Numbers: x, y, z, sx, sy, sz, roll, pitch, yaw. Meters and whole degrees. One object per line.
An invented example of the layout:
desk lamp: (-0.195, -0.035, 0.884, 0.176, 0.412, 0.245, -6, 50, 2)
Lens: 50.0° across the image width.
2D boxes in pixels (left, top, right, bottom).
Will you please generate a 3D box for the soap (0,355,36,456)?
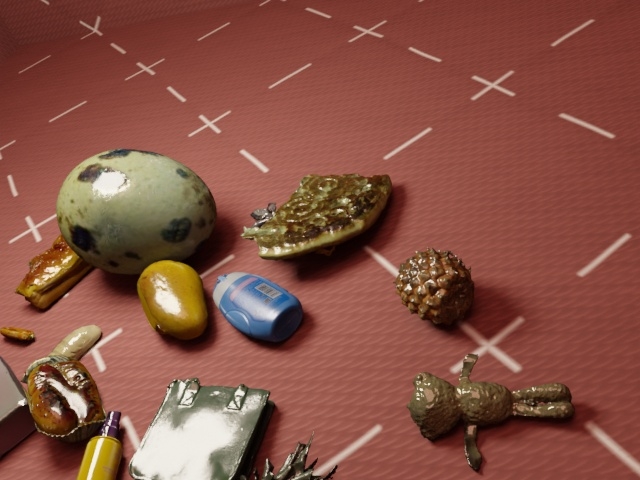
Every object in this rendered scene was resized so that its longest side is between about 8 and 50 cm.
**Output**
soap: (-0.855, 0.434, 1.651, 0.296, 0.107, 0.285, -39, 43, -19)

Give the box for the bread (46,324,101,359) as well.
bread: (-0.660, 0.290, 1.766, 0.073, 0.053, 0.214, 19, 55, 42)

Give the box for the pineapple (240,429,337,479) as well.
pineapple: (-0.128, 0.499, 1.234, 0.364, 0.166, 0.165, -27, 41, -9)

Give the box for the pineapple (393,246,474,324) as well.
pineapple: (0.241, 0.092, 1.515, 0.166, 0.166, 0.193, -40, 42, -20)

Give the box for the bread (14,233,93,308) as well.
bread: (-0.748, 0.033, 2.044, 0.185, 0.109, 0.380, 20, 57, 37)

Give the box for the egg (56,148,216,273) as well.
egg: (-0.499, -0.077, 1.873, 0.427, 0.345, 0.345, 5, 45, 7)

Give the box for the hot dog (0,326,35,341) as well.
hot dog: (-0.834, 0.259, 1.884, 0.122, 0.049, 0.037, 2, 82, 32)

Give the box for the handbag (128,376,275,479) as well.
handbag: (-0.244, 0.410, 1.435, 0.247, 0.079, 0.260, 0, 42, 21)

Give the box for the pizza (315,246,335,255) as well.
pizza: (0.000, 0.000, 1.795, 0.178, 0.041, 0.131, -32, 43, -27)

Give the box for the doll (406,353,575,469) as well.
doll: (0.315, 0.302, 1.307, 0.285, 0.091, 0.203, -30, 73, 6)

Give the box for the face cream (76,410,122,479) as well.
face cream: (-0.468, 0.481, 1.453, 0.078, 0.078, 0.273, -11, 42, 12)

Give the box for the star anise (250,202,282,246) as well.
star anise: (-0.118, -0.054, 1.899, 0.180, 0.061, 0.204, -28, 40, -7)

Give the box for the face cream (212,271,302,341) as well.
face cream: (-0.167, 0.153, 1.677, 0.149, 0.083, 0.264, -42, 44, -23)

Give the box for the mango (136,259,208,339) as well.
mango: (-0.368, 0.153, 1.734, 0.167, 0.130, 0.262, -24, 46, -10)

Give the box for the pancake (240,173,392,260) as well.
pancake: (-0.004, -0.063, 1.807, 0.304, 0.067, 0.427, 13, 42, 34)

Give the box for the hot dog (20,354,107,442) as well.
hot dog: (-0.598, 0.362, 1.606, 0.162, 0.082, 0.270, -1, 29, -36)
